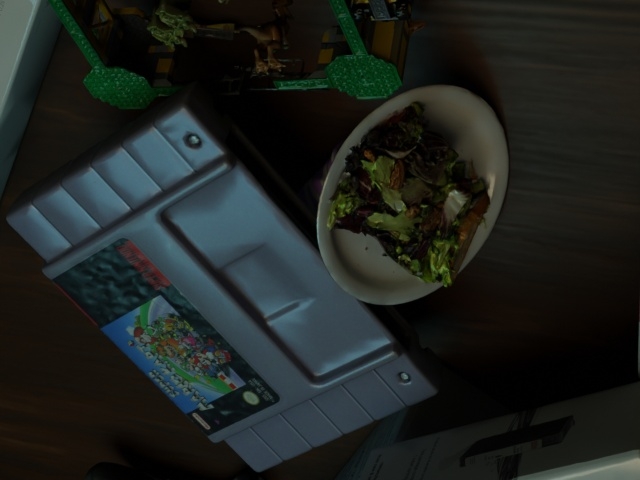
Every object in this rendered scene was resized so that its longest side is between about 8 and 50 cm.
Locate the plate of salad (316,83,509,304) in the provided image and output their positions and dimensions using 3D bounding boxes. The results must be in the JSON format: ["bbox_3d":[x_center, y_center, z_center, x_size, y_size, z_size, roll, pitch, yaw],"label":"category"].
[{"bbox_3d":[0.086,-0.032,1.161,0.048,0.200,0.200,37,141,49],"label":"plate of salad"}]

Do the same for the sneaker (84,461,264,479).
[{"bbox_3d":[-0.132,0.276,1.498,0.229,0.086,0.132,30,122,-13],"label":"sneaker"}]

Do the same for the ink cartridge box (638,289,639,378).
[{"bbox_3d":[0.354,0.036,1.127,0.176,0.127,0.128,4,125,17],"label":"ink cartridge box"}]

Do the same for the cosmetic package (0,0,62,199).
[{"bbox_3d":[-0.397,-0.197,1.278,0.284,0.097,0.377,29,126,0],"label":"cosmetic package"}]

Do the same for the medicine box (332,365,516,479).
[{"bbox_3d":[0.130,0.314,1.375,0.263,0.149,0.289,33,127,-2],"label":"medicine box"}]

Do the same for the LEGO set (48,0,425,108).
[{"bbox_3d":[-0.072,-0.246,1.114,0.331,0.192,0.255,-4,149,26],"label":"LEGO set"}]

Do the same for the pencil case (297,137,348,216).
[{"bbox_3d":[0.000,0.000,1.262,0.086,0.088,0.206,33,125,-2],"label":"pencil case"}]

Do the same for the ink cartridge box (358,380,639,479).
[{"bbox_3d":[0.187,0.251,1.158,0.273,0.114,0.197,-18,111,27],"label":"ink cartridge box"}]

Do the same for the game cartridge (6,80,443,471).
[{"bbox_3d":[-0.084,0.050,1.228,0.230,0.068,0.355,-31,114,25],"label":"game cartridge"}]
